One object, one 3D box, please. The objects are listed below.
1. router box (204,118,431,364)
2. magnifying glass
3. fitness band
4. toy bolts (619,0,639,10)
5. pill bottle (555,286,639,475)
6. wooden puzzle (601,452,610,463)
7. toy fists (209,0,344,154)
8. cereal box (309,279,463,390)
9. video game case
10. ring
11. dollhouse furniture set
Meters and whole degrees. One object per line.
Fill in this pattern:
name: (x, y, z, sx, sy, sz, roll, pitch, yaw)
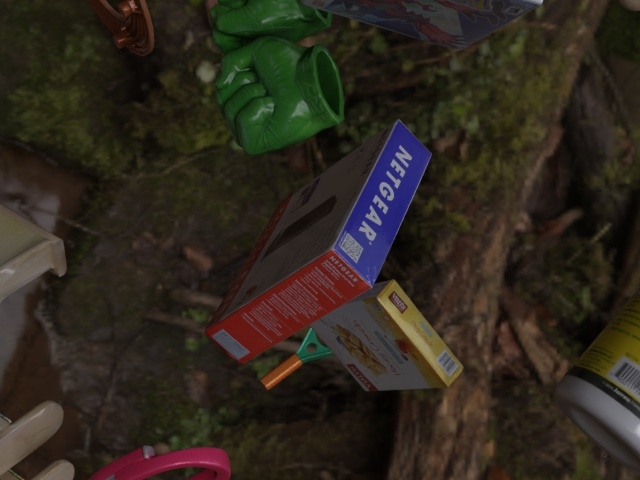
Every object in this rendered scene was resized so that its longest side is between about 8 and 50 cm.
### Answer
router box: (0.000, 0.000, 1.637, 0.082, 0.301, 0.335, 44, 41, -15)
magnifying glass: (-0.026, 0.228, 2.216, 0.231, 0.092, 0.026, -37, 154, -9)
fitness band: (-0.302, 0.446, 1.983, 0.209, 0.291, 0.054, 26, 42, -47)
toy bolts: (0.520, -0.484, 1.711, 0.228, 0.158, 0.218, 54, 37, -21)
pill bottle: (0.480, 0.136, 1.403, 0.334, 0.188, 0.188, -47, 130, -8)
wooden puzzle: (0.472, 0.318, 1.722, 0.083, 0.006, 0.049, -51, 144, -20)
toy fists: (-0.063, -0.225, 1.275, 0.096, 0.142, 0.279, 40, 36, -51)
cereal box: (0.086, 0.148, 1.603, 0.173, 0.240, 0.047, 50, 62, -11)
video game case: (0.101, -0.257, 1.127, 0.201, 0.183, 0.023, 12, 80, -19)
ring: (-0.332, -0.399, 1.472, 0.032, 0.336, 0.337, -34, 118, -16)
dollhouse furniture set: (-0.533, 0.174, 1.665, 0.256, 0.362, 0.394, -37, 143, -39)
